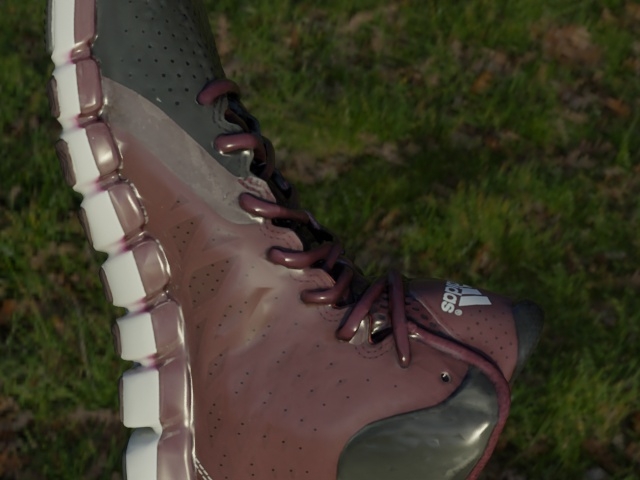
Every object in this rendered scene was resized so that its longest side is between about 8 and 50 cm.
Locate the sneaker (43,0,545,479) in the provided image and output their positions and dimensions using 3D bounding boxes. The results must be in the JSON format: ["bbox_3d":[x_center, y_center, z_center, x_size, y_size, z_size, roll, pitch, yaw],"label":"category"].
[{"bbox_3d":[0.000,0.000,0.486,0.162,0.281,0.106,-6,10,17],"label":"sneaker"}]
